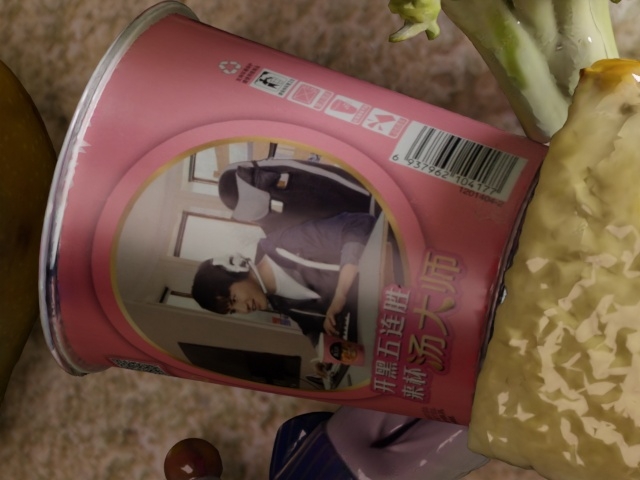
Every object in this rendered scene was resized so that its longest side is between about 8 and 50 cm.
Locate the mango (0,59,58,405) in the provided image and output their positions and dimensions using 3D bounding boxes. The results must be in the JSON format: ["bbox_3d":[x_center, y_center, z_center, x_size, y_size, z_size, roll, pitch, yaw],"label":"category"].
[{"bbox_3d":[-0.265,0.024,1.299,0.176,0.176,0.329,-127,41,-49],"label":"mango"}]

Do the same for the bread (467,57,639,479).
[{"bbox_3d":[0.285,0.058,1.016,0.375,0.165,0.236,19,91,15],"label":"bread"}]

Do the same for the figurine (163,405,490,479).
[{"bbox_3d":[-0.013,0.190,1.223,0.274,0.133,0.194,-21,73,15],"label":"figurine"}]

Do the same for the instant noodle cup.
[{"bbox_3d":[0.000,0.000,1.149,0.255,0.244,0.244,15,103,14],"label":"instant noodle cup"}]

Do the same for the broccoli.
[{"bbox_3d":[0.114,-0.179,1.120,0.247,0.263,0.243,18,135,51],"label":"broccoli"}]
